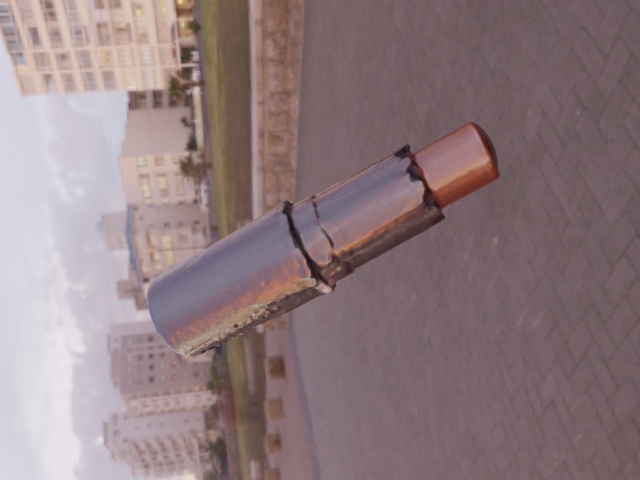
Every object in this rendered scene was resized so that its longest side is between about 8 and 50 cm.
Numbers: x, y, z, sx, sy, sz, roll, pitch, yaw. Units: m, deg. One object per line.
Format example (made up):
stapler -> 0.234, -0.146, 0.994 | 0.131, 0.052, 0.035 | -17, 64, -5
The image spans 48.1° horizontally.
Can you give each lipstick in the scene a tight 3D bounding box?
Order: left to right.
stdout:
lipstick -> 0.000, 0.000, 0.562 | 0.081, 0.299, 0.081 | 58, -167, -22
